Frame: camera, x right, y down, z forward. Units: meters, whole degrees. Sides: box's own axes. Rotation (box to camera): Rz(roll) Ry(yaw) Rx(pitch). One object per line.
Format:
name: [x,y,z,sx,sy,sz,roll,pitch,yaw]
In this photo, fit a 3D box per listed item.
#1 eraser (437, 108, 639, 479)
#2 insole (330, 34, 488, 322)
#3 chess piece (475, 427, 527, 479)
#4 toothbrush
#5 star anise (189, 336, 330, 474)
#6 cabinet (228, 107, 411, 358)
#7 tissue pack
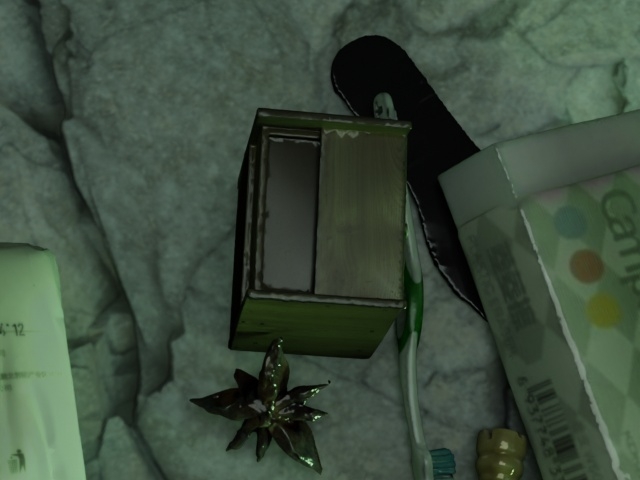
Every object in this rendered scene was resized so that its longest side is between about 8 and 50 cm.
eraser: [0.278,0.084,1.584,0.213,0.082,0.397,-15,77,-17]
insole: [0.125,-0.059,1.651,0.119,0.009,0.348,-31,80,-16]
chess piece: [0.165,0.239,1.539,0.066,0.066,0.122,11,70,-4]
toothbrush: [0.083,0.056,1.591,0.040,0.042,0.418,-5,77,-18]
star anise: [-0.039,0.166,1.527,0.124,0.056,0.129,-36,98,16]
cabinet: [0.000,0.000,1.509,0.148,0.215,0.175,4,73,-6]
tissue pack: [-0.393,0.142,1.377,0.356,0.194,0.266,1,69,-35]
